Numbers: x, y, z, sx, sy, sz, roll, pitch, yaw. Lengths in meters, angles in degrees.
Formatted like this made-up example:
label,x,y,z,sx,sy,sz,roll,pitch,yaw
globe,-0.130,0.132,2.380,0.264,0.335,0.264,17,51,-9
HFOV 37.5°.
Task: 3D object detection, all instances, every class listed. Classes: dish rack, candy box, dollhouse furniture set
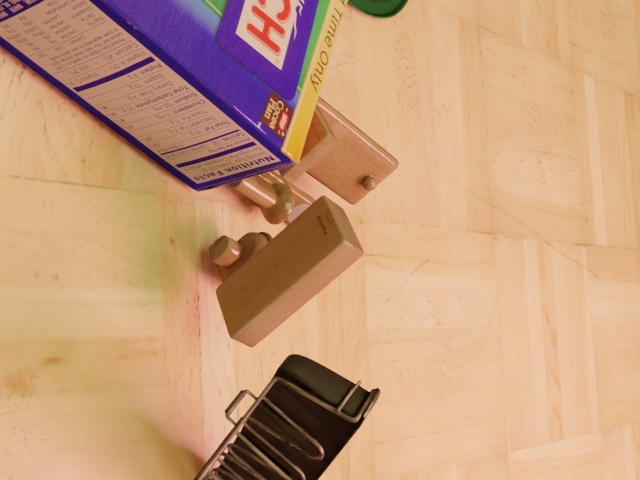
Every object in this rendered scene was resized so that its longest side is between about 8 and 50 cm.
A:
label,x,y,z,sx,sy,sz,roll,pitch,yaw
dish rack,-0.083,0.204,0.583,0.074,0.208,0.271,35,46,7
candy box,-0.118,-0.232,0.666,0.317,0.122,0.268,38,56,-41
dollhouse furniture set,0.000,0.000,0.751,0.123,0.144,0.151,32,24,-43

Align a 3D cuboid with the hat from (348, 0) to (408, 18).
label,x,y,z,sx,sy,sz,roll,pitch,yaw
hat,0.100,-0.324,0.890,0.208,0.183,0.173,22,68,-46
